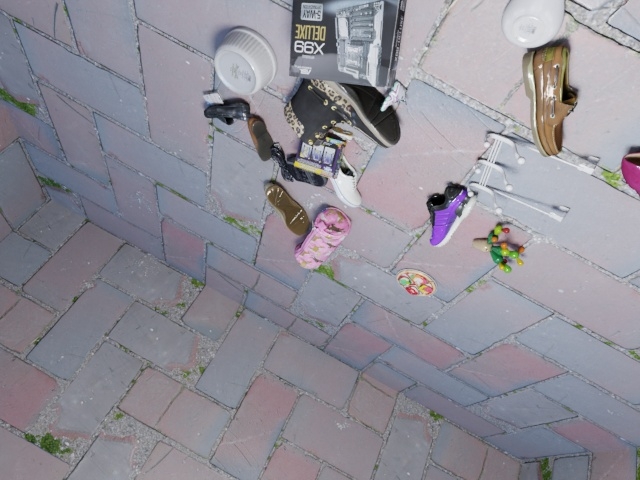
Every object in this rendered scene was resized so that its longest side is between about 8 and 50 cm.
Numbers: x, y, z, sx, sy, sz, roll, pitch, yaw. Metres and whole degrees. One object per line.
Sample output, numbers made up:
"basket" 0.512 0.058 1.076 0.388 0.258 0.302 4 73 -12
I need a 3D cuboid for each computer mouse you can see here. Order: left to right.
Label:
"computer mouse" -0.067 -0.299 1.793 0.272 0.072 0.188 22 150 34

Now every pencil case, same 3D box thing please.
"pencil case" 0.000 0.000 2.052 0.167 0.160 0.386 31 148 -3

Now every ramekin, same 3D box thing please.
"ramekin" -0.260 -0.595 1.499 0.207 0.109 0.207 20 145 15

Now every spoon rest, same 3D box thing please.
"spoon rest" 0.505 -0.558 1.008 0.137 0.084 0.276 23 160 13

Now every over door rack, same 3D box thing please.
"over door rack" 0.637 -0.180 1.369 0.324 0.108 0.240 19 146 15

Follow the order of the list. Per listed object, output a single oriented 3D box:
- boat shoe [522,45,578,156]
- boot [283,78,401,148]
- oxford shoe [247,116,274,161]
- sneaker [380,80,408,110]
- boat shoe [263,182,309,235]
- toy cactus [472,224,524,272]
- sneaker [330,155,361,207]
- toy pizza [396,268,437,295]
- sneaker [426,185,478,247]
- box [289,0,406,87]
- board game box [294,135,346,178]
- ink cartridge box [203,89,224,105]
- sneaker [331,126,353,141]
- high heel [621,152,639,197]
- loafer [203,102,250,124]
"boat shoe" 0.610 -0.350 1.158 0.104 0.111 0.307 0 137 39
"boot" 0.059 -0.407 1.478 0.377 0.138 0.284 41 144 -10
"oxford shoe" -0.242 -0.411 1.787 0.076 0.076 0.212 46 161 34
"sneaker" 0.234 -0.431 1.366 0.069 0.038 0.098 29 103 -11
"boat shoe" -0.157 -0.147 2.043 0.302 0.109 0.098 50 179 -34
"toy cactus" 0.657 0.021 1.654 0.180 0.112 0.219 20 153 50
"sneaker" 0.100 -0.231 1.723 0.091 0.094 0.258 -4 135 43
"toy pizza" 0.451 0.206 2.097 0.201 0.032 0.201 20 146 14
"sneaker" 0.450 -0.098 1.641 0.146 0.102 0.293 30 143 7
"box" 0.067 -0.564 1.224 0.307 0.076 0.243 16 115 21
"board game box" -0.002 -0.320 1.646 0.170 0.048 0.141 22 109 21
"ink cartridge box" -0.413 -0.559 1.737 0.083 0.028 0.048 5 140 33
"sneaker" 0.075 -0.380 1.600 0.083 0.032 0.037 24 147 9
"high heel" 0.970 -0.175 1.092 0.181 0.127 0.377 37 151 -30
"loafer" -0.369 -0.491 1.736 0.223 0.076 0.078 5 99 30
